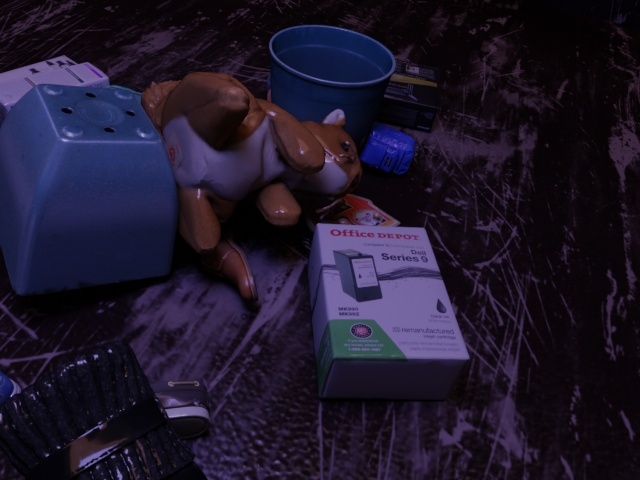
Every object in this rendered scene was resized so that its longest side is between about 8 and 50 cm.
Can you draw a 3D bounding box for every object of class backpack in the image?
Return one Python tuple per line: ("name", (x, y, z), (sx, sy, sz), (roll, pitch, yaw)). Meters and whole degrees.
("backpack", (0.158, -0.205, 1.274), (0.120, 0.098, 0.101), (20, 41, -4))

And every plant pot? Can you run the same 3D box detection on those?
("plant pot", (-0.367, -0.101, 0.863), (0.247, 0.252, 0.248), (-7, 49, -39))
("plant pot", (0.010, -0.308, 1.232), (0.271, 0.255, 0.271), (6, 43, -5))

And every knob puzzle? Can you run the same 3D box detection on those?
("knob puzzle", (0.046, -0.061, 1.129), (0.213, 0.030, 0.213), (8, 36, -6))

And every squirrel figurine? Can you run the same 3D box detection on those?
("squirrel figurine", (-0.121, -0.182, 1.022), (0.370, 0.281, 0.397), (-10, 31, -39))

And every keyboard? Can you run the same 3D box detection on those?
("keyboard", (0.000, 0.000, 1.078), (0.180, 0.023, 0.108), (20, 37, 10))

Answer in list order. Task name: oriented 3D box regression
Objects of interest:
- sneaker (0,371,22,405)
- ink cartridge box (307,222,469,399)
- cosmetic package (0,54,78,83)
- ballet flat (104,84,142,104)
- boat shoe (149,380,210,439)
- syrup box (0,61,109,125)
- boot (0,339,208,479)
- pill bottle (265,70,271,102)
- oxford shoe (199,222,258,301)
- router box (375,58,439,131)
("sneaker", (-0.515, 0.183, 0.731), (0.211, 0.081, 0.080), (7, 45, -3))
("ink cartridge box", (0.095, 0.109, 0.908), (0.211, 0.121, 0.289), (3, 43, -10))
("cosmetic package", (-0.684, -0.368, 1.290), (0.099, 0.060, 0.239), (32, 47, 22))
("ballet flat", (-0.380, -0.295, 1.252), (0.247, 0.083, 0.087), (17, 6, -23))
("boat shoe", (-0.267, 0.231, 0.739), (0.228, 0.081, 0.069), (4, 40, -18))
("syrup box", (-0.604, -0.319, 1.230), (0.237, 0.093, 0.096), (-30, 56, -36))
("boot", (-0.279, 0.290, 0.559), (0.260, 0.131, 0.348), (54, 39, -1))
("pill bottle", (-0.066, -0.424, 1.429), (0.130, 0.130, 0.246), (14, 43, 3))
("oxford shoe", (-0.169, 0.044, 0.964), (0.076, 0.076, 0.212), (-21, 41, -20))
("router box", (0.173, -0.428, 1.520), (0.309, 0.081, 0.243), (13, 43, 2))
